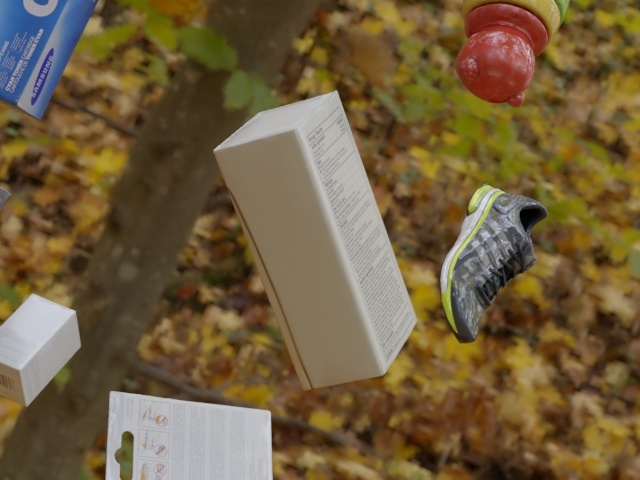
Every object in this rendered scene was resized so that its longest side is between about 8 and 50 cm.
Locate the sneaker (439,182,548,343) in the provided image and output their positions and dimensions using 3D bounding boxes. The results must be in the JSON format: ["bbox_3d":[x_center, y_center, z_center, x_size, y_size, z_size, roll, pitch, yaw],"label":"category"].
[{"bbox_3d":[0.277,0.034,2.265,0.121,0.300,0.111,3,-34,29],"label":"sneaker"}]

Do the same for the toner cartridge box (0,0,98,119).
[{"bbox_3d":[-0.396,-0.360,1.972,0.165,0.348,0.075,23,-4,20],"label":"toner cartridge box"}]

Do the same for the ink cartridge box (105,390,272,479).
[{"bbox_3d":[-0.178,0.309,1.901,0.232,0.189,0.066,7,-32,-16],"label":"ink cartridge box"}]

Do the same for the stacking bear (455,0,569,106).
[{"bbox_3d":[0.269,-0.322,2.017,0.175,0.289,0.164,32,-32,-25],"label":"stacking bear"}]

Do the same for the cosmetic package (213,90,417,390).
[{"bbox_3d":[0.000,0.000,1.659,0.113,0.310,0.160,-14,15,24],"label":"cosmetic package"}]

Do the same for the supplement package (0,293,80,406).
[{"bbox_3d":[-0.549,0.206,2.667,0.105,0.179,0.105,20,-45,21],"label":"supplement package"}]

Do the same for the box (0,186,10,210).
[{"bbox_3d":[-0.701,-0.136,2.555,0.183,0.056,0.231,23,-9,39],"label":"box"}]
